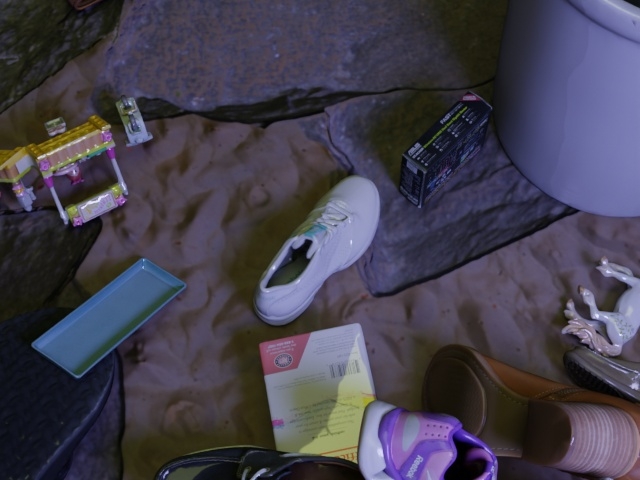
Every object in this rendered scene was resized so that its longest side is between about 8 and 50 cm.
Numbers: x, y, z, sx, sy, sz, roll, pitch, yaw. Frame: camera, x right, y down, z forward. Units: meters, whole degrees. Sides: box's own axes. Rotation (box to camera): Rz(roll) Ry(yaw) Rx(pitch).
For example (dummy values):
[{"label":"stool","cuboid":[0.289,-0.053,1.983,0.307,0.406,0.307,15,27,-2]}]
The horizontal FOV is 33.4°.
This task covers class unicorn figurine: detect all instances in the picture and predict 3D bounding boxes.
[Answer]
[{"label":"unicorn figurine","cuboid":[0.352,0.066,1.201,0.111,0.060,0.162,37,88,16]}]

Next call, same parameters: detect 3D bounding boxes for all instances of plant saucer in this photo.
[{"label":"plant saucer","cuboid":[-0.231,0.086,1.181,0.067,0.018,0.192,31,41,15]}]

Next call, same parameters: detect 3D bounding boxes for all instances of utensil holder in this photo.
[{"label":"utensil holder","cuboid":[0.361,-0.243,1.158,0.327,0.385,0.328,-1,66,2]}]

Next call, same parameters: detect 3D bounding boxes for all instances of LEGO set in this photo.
[{"label":"LEGO set","cuboid":[-0.338,-0.075,1.280,0.287,0.107,0.132,-17,31,-1]}]

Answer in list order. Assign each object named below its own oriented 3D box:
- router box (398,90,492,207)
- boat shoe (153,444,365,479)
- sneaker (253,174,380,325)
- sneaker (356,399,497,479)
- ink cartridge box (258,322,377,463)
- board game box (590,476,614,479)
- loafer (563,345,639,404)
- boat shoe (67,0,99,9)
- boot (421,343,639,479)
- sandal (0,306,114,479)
[{"label":"router box","cuboid":[0.147,-0.107,1.262,0.038,0.092,0.122,41,72,18]},{"label":"boat shoe","cuboid":[-0.054,0.240,1.046,0.233,0.079,0.084,2,72,7]},{"label":"sneaker","cuboid":[0.000,0.000,1.216,0.080,0.094,0.212,31,69,16]},{"label":"sneaker","cuboid":[0.128,0.236,1.028,0.104,0.236,0.095,-11,47,27]},{"label":"ink cartridge box","cuboid":[0.009,0.199,1.137,0.115,0.067,0.198,-11,65,1]},{"label":"board game box","cuboid":[0.292,0.398,0.962,0.291,0.141,0.232,37,71,2]},{"label":"loafer","cuboid":[0.334,0.153,1.160,0.148,0.056,0.050,31,69,4]},{"label":"boat shoe","cuboid":[-0.257,-0.355,1.409,0.178,0.064,0.060,-22,71,-1]},{"label":"boot","cuboid":[0.254,0.183,1.103,0.220,0.283,0.109,13,85,-29]},{"label":"sandal","cuboid":[-0.344,0.251,1.075,0.167,0.107,0.446,18,49,3]}]
